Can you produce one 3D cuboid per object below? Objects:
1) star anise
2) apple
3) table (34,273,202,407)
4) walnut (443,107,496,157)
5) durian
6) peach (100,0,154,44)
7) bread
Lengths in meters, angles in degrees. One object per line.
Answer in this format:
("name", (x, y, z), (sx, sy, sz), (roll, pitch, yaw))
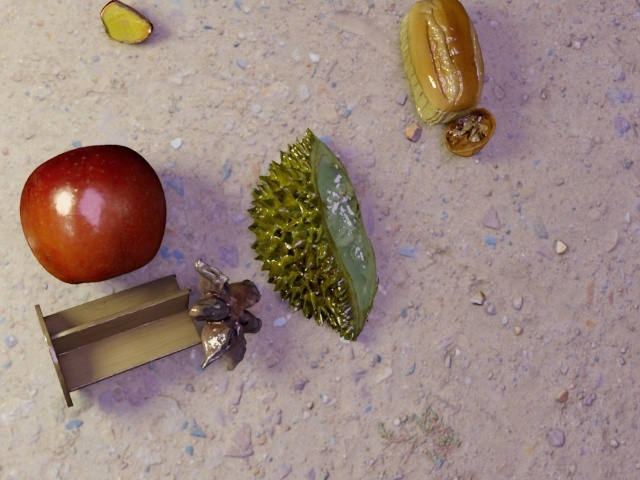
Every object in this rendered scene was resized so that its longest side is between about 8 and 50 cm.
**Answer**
("star anise", (-0.150, 0.131, 1.134), (0.063, 0.208, 0.171), (-3, 75, 20))
("apple", (-0.349, -0.043, 1.070), (0.218, 0.218, 0.201), (-20, 99, -17))
("table", (-0.316, 0.145, 1.100), (0.227, 0.167, 0.167), (-19, 91, -23))
("walnut", (0.294, -0.204, 1.352), (0.091, 0.052, 0.121), (29, 69, 31))
("durian", (-0.009, 0.003, 1.245), (0.198, 0.163, 0.394), (-30, 101, -55))
("peach", (-0.333, -0.379, 1.188), (0.083, 0.050, 0.077), (-13, 112, -8))
("bread", (0.235, -0.347, 1.314), (0.140, 0.106, 0.236), (-10, 82, -13))
